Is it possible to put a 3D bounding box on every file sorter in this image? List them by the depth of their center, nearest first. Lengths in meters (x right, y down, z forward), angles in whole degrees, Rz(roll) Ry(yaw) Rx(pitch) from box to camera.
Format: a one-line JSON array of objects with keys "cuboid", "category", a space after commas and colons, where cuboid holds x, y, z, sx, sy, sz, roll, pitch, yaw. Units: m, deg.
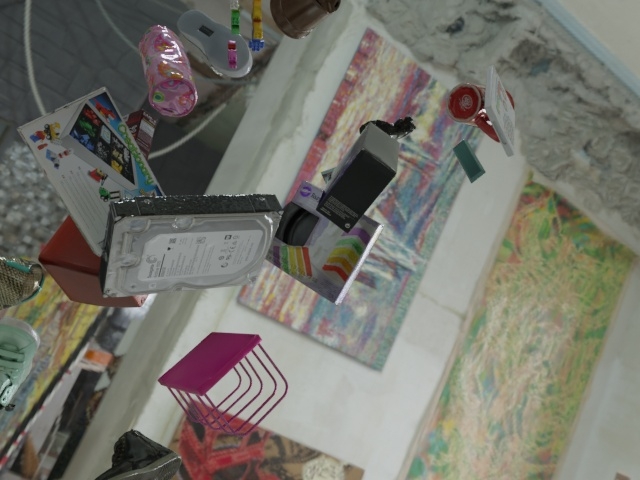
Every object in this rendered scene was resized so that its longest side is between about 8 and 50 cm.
[{"cuboid": [-0.249, 0.375, 1.625, 0.291, 0.202, 0.182, -10, -64, 56], "category": "file sorter"}]

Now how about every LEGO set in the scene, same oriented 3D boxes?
[{"cuboid": [-0.174, -0.495, 1.473, 0.087, 0.093, 0.227, -2, -33, -9], "category": "LEGO set"}]

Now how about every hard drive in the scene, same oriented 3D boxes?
[{"cuboid": [-0.265, 0.011, 1.274, 0.339, 0.237, 0.064, -2, 47, -30], "category": "hard drive"}]

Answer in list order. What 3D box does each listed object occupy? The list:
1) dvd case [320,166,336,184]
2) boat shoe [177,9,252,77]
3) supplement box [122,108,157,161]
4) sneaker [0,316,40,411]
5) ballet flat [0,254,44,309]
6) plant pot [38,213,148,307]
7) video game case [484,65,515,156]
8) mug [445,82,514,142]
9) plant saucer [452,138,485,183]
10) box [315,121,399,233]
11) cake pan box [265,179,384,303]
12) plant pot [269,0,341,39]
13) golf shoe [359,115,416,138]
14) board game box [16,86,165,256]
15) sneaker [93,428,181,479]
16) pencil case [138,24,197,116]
[{"cuboid": [0.054, -0.182, 1.812, 0.087, 0.013, 0.119, -18, -22, 7], "category": "dvd case"}, {"cuboid": [-0.327, -0.606, 2.035, 0.367, 0.136, 0.156, 40, -9, 31], "category": "boat shoe"}, {"cuboid": [-0.625, -0.300, 2.037, 0.130, 0.239, 0.073, -11, -30, 29], "category": "supplement box"}, {"cuboid": [-0.730, 0.298, 1.450, 0.094, 0.151, 0.256, 18, -48, -7], "category": "sneaker"}, {"cuboid": [-0.969, 0.151, 1.716, 0.483, 0.164, 0.182, -26, -43, 27], "category": "ballet flat"}, {"cuboid": [-0.601, 0.048, 1.821, 0.236, 0.267, 0.267, 18, -30, 12], "category": "plant pot"}, {"cuboid": [0.399, -0.287, 1.381, 0.019, 0.157, 0.143, -15, -49, 31], "category": "video game case"}, {"cuboid": [0.396, -0.317, 1.503, 0.150, 0.113, 0.169, 39, 26, 30], "category": "mug"}, {"cuboid": [0.543, -0.296, 2.299, 0.018, 0.067, 0.192, 26, 34, -39], "category": "plant saucer"}, {"cuboid": [0.095, -0.158, 1.492, 0.103, 0.184, 0.261, 37, 24, -8], "category": "box"}, {"cuboid": [0.000, 0.000, 1.663, 0.267, 0.246, 0.070, 33, 3, 21], "category": "cake pan box"}, {"cuboid": [-0.036, -0.713, 1.868, 0.167, 0.167, 0.165, 32, -26, -33], "category": "plant pot"}, {"cuboid": [0.229, -0.374, 2.166, 0.198, 0.077, 0.094, -5, -14, -6], "category": "golf shoe"}, {"cuboid": [-0.471, -0.145, 1.330, 0.053, 0.193, 0.305, 14, -47, 56], "category": "board game box"}, {"cuboid": [-0.373, 0.427, 1.161, 0.118, 0.083, 0.222, 24, 7, 23], "category": "sneaker"}, {"cuboid": [-0.392, -0.431, 1.586, 0.124, 0.124, 0.284, 35, 22, -44], "category": "pencil case"}]
